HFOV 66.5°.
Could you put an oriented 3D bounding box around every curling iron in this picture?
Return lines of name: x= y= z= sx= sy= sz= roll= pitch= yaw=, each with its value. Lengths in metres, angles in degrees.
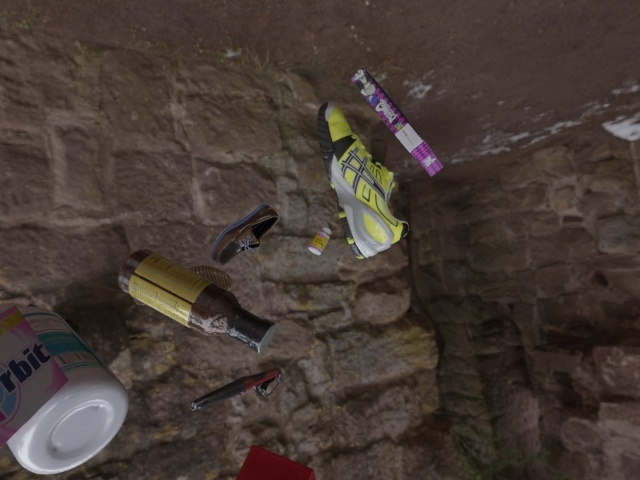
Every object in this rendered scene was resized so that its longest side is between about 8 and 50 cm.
curling iron: x=-0.164 y=0.311 z=1.010 sx=0.035 sy=0.068 sz=0.274 roll=26 pitch=-171 yaw=26

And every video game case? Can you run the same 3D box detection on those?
video game case: x=0.173 y=-0.250 z=1.062 sx=0.042 sy=0.210 sz=0.232 roll=-40 pitch=162 yaw=15

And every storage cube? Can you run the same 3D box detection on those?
storage cube: x=-0.133 y=0.709 z=1.324 sx=0.215 sy=0.193 sz=0.183 roll=13 pitch=139 yaw=19

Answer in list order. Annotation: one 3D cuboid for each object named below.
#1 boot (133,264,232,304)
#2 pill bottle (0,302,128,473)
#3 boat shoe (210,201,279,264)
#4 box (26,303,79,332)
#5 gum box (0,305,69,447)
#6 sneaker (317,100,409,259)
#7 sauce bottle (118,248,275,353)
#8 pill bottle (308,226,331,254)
boot: x=-0.402 y=0.139 z=1.418 sx=0.248 sy=0.090 sz=0.207 roll=2 pitch=161 yaw=-30
pill bottle: x=-0.405 y=0.191 z=0.699 sx=0.264 sy=0.146 sz=0.146 roll=29 pitch=-164 yaw=33
boat shoe: x=-0.169 y=-0.011 z=1.105 sx=0.066 sy=0.183 sz=0.066 roll=31 pitch=163 yaw=37
box: x=-0.579 y=0.221 z=0.946 sx=0.191 sy=0.184 sz=0.045 roll=5 pitch=143 yaw=41
gum box: x=-0.350 y=0.157 z=0.475 sx=0.062 sy=0.107 sz=0.188 roll=-25 pitch=-167 yaw=11
sneaker: x=0.093 y=-0.154 z=1.157 sx=0.147 sy=0.384 sz=0.145 roll=-18 pitch=173 yaw=5
sauce bottle: x=-0.260 y=0.133 z=1.032 sx=0.344 sy=0.111 sz=0.111 roll=26 pitch=-178 yaw=13
pill bottle: x=0.000 y=0.000 z=1.506 sx=0.043 sy=0.083 sz=0.043 roll=28 pitch=168 yaw=7
